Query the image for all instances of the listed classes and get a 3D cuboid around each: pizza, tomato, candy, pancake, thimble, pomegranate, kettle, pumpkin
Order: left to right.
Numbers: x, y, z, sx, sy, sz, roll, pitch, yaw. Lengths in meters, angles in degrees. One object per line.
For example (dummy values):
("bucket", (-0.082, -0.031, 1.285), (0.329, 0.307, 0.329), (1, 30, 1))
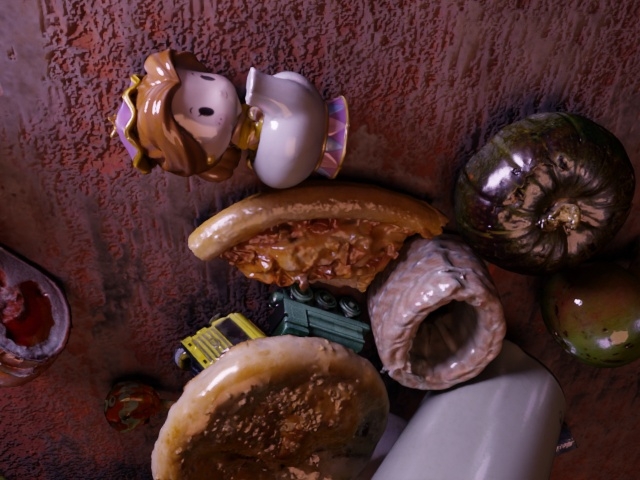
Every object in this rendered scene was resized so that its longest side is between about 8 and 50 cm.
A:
("tomato", (-0.459, 0.109, 0.810), (0.155, 0.180, 0.214), (-35, 122, 22))
("candy", (-0.225, 0.287, 1.065), (0.288, 0.084, 0.078), (9, 122, -26))
("pancake", (-0.061, 0.305, 0.925), (0.387, 0.082, 0.386), (-13, 124, -19))
("pizza", (0.000, 0.000, 0.872), (0.366, 0.073, 0.182), (0, 119, -10))
("thimble", (0.180, 0.114, 0.951), (0.196, 0.148, 0.229), (12, 126, -20))
("kettle", (0.248, 0.403, 1.006), (0.250, 0.376, 0.360), (7, 124, 32))
("pumpkin", (0.302, -0.055, 0.833), (0.238, 0.159, 0.237), (-2, 126, -3))
("pomegranate", (0.468, 0.096, 0.987), (0.224, 0.181, 0.181), (-39, 128, -7))

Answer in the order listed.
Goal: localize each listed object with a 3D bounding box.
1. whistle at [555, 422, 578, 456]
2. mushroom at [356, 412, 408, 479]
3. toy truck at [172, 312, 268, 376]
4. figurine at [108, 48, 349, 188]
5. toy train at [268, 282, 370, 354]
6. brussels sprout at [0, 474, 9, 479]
("whistle", (0.395, 0.472, 1.330), (0.304, 0.062, 0.062), (-23, 128, 7))
("mushroom", (0.107, 0.447, 1.178), (0.244, 0.243, 0.243), (-5, 128, -7))
("toy truck", (-0.109, 0.239, 1.002), (0.157, 0.124, 0.272), (-36, 131, -22))
("figurine", (-0.107, -0.132, 0.710), (0.264, 0.142, 0.189), (4, 150, -13))
("toy train", (-0.001, 0.130, 0.953), (0.171, 0.111, 0.071), (21, 125, -24))
("brussels sprout", (-0.647, 0.504, 0.988), (0.426, 0.342, 0.360), (-13, 99, 44))
